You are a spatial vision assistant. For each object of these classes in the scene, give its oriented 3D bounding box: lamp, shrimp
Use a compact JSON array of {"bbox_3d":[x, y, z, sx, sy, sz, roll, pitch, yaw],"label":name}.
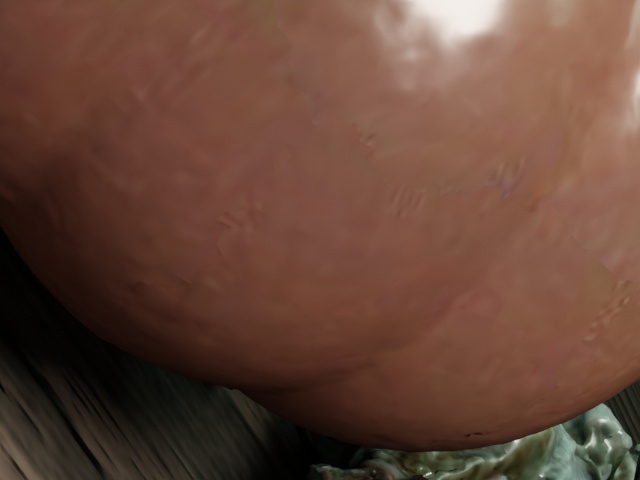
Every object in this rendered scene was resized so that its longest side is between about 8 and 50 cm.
[{"bbox_3d":[0.017,-0.099,0.506,0.305,0.239,0.305,32,35,-26],"label":"lamp"},{"bbox_3d":[0.079,0.097,0.753,0.221,0.166,0.410,37,-12,17],"label":"shrimp"}]
